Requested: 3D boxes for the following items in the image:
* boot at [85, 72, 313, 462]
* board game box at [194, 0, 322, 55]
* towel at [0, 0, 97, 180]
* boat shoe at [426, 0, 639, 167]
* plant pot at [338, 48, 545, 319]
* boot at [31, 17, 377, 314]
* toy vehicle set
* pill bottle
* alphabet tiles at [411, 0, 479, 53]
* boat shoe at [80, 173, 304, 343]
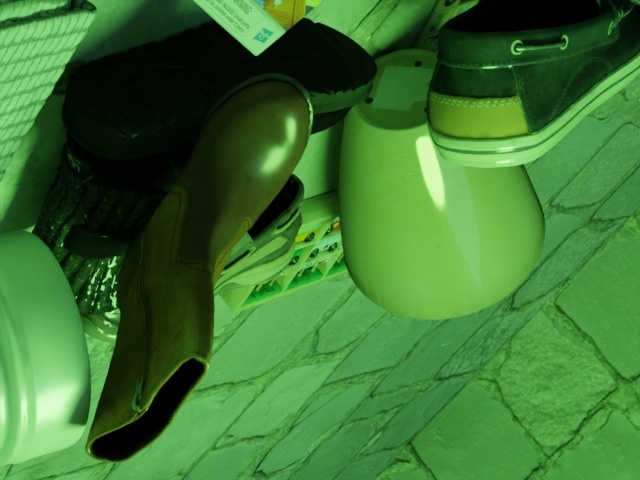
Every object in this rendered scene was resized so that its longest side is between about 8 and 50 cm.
[{"bbox_3d":[-0.102,0.014,1.300,0.264,0.096,0.280,-42,-159,24],"label":"boot"},{"bbox_3d":[-0.059,-0.301,1.080,0.233,0.078,0.347,-39,145,11],"label":"board game box"},{"bbox_3d":[-0.294,-0.103,1.110,0.235,0.121,0.284,-56,177,19],"label":"towel"},{"bbox_3d":[0.259,-0.243,1.759,0.500,0.186,0.156,-42,130,-51],"label":"boat shoe"},{"bbox_3d":[0.122,-0.089,1.868,0.256,0.256,0.274,-36,141,-13],"label":"plant pot"},{"bbox_3d":[-0.123,-0.076,1.537,0.348,0.131,0.260,-15,143,-31],"label":"boot"},{"bbox_3d":[0.000,0.000,2.090,0.267,0.035,0.166,-19,151,-47],"label":"toy vehicle set"},{"bbox_3d":[-0.394,0.119,1.218,0.392,0.224,0.224,-13,149,-31],"label":"pill bottle"},{"bbox_3d":[0.207,-0.288,1.891,0.237,0.009,0.198,-24,155,-38],"label":"alphabet tiles"},{"bbox_3d":[-0.144,-0.002,1.715,0.355,0.132,0.130,-30,150,-51],"label":"boat shoe"}]
